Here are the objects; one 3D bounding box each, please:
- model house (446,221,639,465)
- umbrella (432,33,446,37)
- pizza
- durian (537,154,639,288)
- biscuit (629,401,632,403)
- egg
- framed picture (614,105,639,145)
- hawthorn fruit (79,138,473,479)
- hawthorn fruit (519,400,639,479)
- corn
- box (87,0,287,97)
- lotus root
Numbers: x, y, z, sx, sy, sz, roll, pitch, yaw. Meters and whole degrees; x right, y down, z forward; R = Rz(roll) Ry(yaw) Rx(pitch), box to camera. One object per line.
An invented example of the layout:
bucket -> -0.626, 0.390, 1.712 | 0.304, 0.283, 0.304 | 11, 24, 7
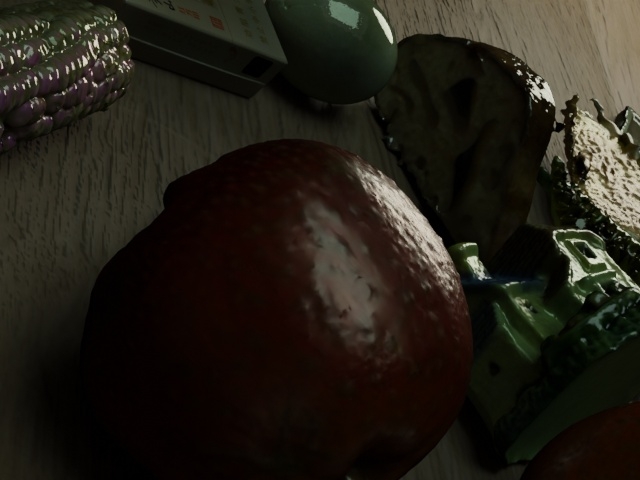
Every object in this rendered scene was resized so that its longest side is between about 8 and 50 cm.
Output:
model house -> 0.202, 0.069, 1.760 | 0.214, 0.195, 0.189 | -9, 51, -51
umbrella -> 0.148, -0.137, 2.054 | 0.071, 0.080, 0.224 | 0, 47, -22
pizza -> 0.341, -0.042, 2.152 | 0.189, 0.071, 0.297 | -17, 64, -44
durian -> 0.335, 0.074, 1.990 | 0.106, 0.132, 0.375 | -43, 94, -18
biscuit -> 0.300, 0.202, 1.890 | 0.152, 0.020, 0.152 | 33, 32, -24
egg -> 0.007, -0.195, 1.884 | 0.152, 0.114, 0.114 | 36, 30, -31
framed picture -> 0.423, -0.011, 2.309 | 0.247, 0.022, 0.335 | 43, 30, -7
hawthorn fruit -> -0.027, 0.078, 1.357 | 0.275, 0.275, 0.300 | 6, 47, -50
hawthorn fruit -> 0.282, 0.215, 1.619 | 0.199, 0.251, 0.199 | 41, 15, -14
corn -> -0.244, -0.120, 1.458 | 0.127, 0.126, 0.335 | 52, 28, 8
box -> -0.135, -0.221, 1.784 | 0.201, 0.058, 0.141 | 16, 42, -45
lotus root -> 0.153, -0.107, 1.934 | 0.074, 0.170, 0.261 | 18, 32, -48
